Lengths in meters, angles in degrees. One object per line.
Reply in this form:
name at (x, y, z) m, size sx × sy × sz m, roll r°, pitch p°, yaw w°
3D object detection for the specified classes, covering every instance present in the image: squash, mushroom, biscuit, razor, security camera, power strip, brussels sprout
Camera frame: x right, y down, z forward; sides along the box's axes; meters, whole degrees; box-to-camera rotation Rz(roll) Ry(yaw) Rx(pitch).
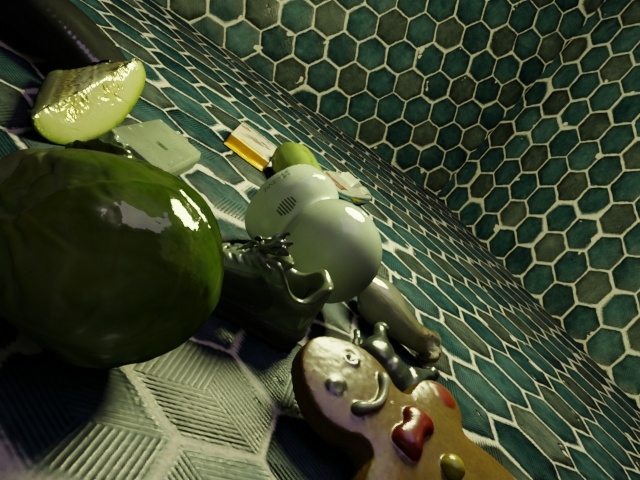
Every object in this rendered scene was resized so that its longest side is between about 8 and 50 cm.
squash at (-0.034, -0.138, 1.487) m, size 0.118 × 0.118 × 0.370 m, roll 27°, pitch 20°, yaw -36°
mushroom at (0.152, 0.151, 1.168) m, size 0.225 × 0.093 × 0.116 m, roll 36°, pitch -5°, yaw 6°
biscuit at (0.138, 0.277, 0.733) m, size 0.432 × 0.064 × 0.283 m, roll 45°, pitch 32°, yaw 8°
razor at (-0.521, -0.417, 1.174) m, size 0.349 × 0.113 × 0.204 m, roll 40°, pitch 14°, yaw 2°
security camera at (0.000, 0.000, 1.056) m, size 0.236 × 0.194 × 0.194 m, roll 45°, pitch 17°, yaw 28°
squash at (-0.373, -0.221, 0.985) m, size 0.169 × 0.093 × 0.252 m, roll -13°, pitch 33°, yaw -10°
power strip at (-0.306, -0.165, 1.088) m, size 0.118 × 0.046 × 0.270 m, roll 40°, pitch 15°, yaw -6°
brussels sprout at (-0.210, 0.009, 0.574) m, size 0.244 × 0.244 × 0.244 m, roll 36°, pitch 17°, yaw -12°

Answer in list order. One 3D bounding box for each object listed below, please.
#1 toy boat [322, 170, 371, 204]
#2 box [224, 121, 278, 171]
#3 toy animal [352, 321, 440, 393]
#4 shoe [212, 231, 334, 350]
toy boat at (0.061, -0.165, 1.810) m, size 0.129 × 0.088 × 0.295 m, roll 44°, pitch 16°, yaw 17°
box at (-0.187, -0.263, 1.631) m, size 0.129 × 0.033 × 0.247 m, roll 37°, pitch 16°, yaw -11°
toy animal at (0.141, 0.243, 0.927) m, size 0.269 × 0.082 × 0.137 m, roll 47°, pitch 20°, yaw 12°
shoe at (-0.110, 0.030, 0.822) m, size 0.293 × 0.149 × 0.109 m, roll 34°, pitch 18°, yaw -21°
